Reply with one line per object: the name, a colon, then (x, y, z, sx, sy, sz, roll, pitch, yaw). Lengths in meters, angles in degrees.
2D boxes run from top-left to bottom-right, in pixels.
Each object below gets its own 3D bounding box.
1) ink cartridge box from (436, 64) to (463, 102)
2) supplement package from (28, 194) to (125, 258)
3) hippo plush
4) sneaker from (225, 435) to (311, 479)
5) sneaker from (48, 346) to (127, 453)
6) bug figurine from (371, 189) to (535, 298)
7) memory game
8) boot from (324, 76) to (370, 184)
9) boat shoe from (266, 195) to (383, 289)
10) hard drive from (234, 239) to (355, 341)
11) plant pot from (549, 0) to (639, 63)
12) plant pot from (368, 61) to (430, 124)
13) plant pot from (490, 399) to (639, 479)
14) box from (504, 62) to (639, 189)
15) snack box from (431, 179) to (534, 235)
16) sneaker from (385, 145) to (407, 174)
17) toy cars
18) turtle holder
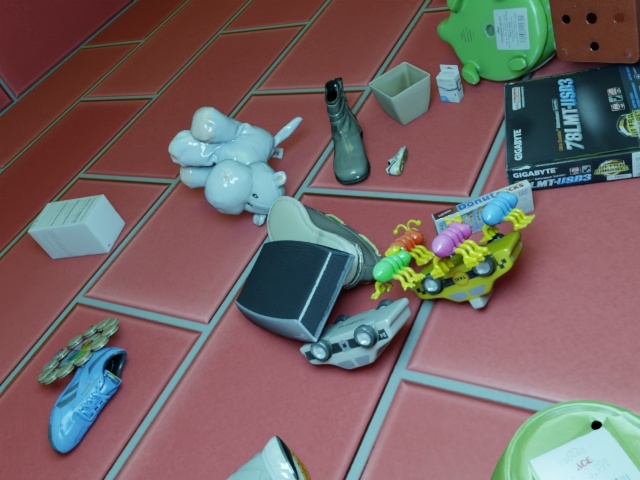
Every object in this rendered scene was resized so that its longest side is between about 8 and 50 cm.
ink cartridge box: (0.299, -0.364, 1.441, 0.048, 0.083, 0.028, 15, 54, 38)
supplement package: (-0.596, -0.032, 1.522, 0.179, 0.105, 0.105, -6, 44, 21)
hippo plush: (-0.181, -0.135, 1.392, 0.294, 0.234, 0.236, 3, 50, -33)
sneaker: (-0.054, 0.390, 0.814, 0.121, 0.099, 0.262, -35, 33, 0)
sneaker: (-0.413, 0.279, 1.115, 0.082, 0.069, 0.209, -15, 38, 28)
bug figurine: (0.189, 0.000, 0.997, 0.279, 0.072, 0.216, -25, 8, 41)
memory game: (-0.473, 0.212, 1.215, 0.186, 0.012, 0.186, -30, 19, 11)
boot: (0.044, -0.249, 1.387, 0.083, 0.161, 0.246, -16, 41, 12)
boat shoe: (0.000, 0.000, 1.192, 0.324, 0.097, 0.116, 33, 111, 53)
hard drive: (-0.057, 0.076, 1.078, 0.254, 0.054, 0.172, 5, 67, 58)
plant pot: (0.606, -0.488, 1.231, 0.236, 0.267, 0.267, -35, 32, -23)
plant pot: (0.195, -0.338, 1.456, 0.109, 0.096, 0.109, -33, 41, -8)
plant pot: (0.268, 0.288, 0.592, 0.275, 0.293, 0.275, -14, 41, 13)
box: (0.509, -0.226, 1.199, 0.293, 0.073, 0.295, -5, 43, 21)
snack box: (0.294, -0.050, 1.120, 0.178, 0.064, 0.022, -21, 42, 5)
sneaker: (0.165, -0.175, 1.346, 0.037, 0.032, 0.083, 2, 46, 28)
toy cars: (0.156, 0.112, 0.995, 0.393, 0.087, 0.176, -30, 5, -3)
turtle holder: (0.425, -0.490, 1.434, 0.227, 0.243, 0.320, -29, -1, -27)
